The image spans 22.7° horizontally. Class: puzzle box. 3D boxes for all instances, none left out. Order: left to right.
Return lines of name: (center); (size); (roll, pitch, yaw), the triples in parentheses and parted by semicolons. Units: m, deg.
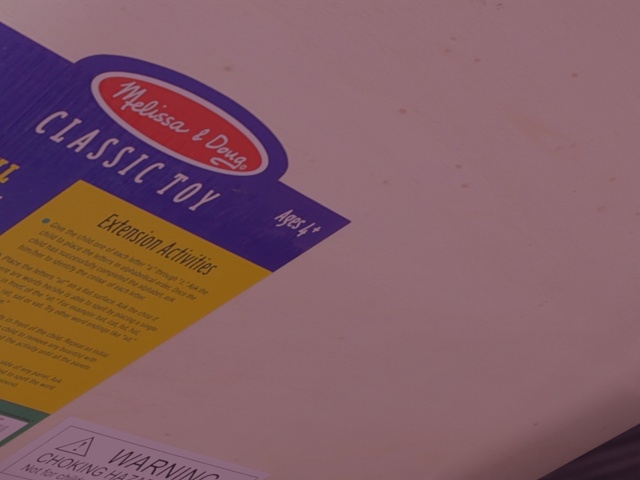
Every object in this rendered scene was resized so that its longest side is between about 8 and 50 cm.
puzzle box: (0.000, 0.000, 0.495); (0.272, 0.052, 0.409); (-32, 147, 22)
